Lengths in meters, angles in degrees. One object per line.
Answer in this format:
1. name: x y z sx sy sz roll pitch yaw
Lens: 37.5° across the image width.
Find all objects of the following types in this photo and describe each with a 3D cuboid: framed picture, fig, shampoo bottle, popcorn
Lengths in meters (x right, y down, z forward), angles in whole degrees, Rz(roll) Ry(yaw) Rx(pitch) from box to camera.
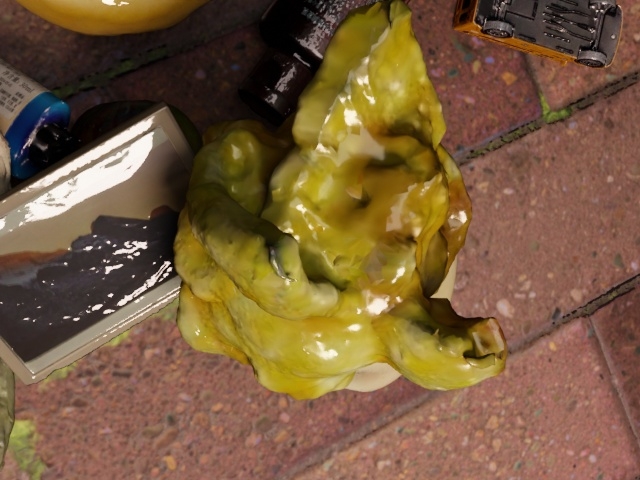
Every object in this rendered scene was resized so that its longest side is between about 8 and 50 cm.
1. framed picture: -0.217 0.010 0.900 0.265 0.018 0.192 -32 125 -4
2. fig: -0.194 -0.023 0.974 0.149 0.149 0.245 -3 105 -19
3. shampoo bottle: -0.307 -0.123 0.914 0.183 0.050 0.087 33 89 21
4. popcorn: -0.007 -0.009 0.811 0.325 0.290 0.321 -35 108 -58
5. shampoo bottle: 0.029 -0.273 1.062 0.129 0.084 0.323 36 81 -14

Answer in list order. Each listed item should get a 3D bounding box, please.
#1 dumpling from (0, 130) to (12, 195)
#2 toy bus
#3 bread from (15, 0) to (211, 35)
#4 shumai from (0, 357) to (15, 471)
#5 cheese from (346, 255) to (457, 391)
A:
1. dumpling: -0.424 -0.060 0.885 0.293 0.204 0.163 -14 60 5
2. toy bus: 0.264 -0.267 1.142 0.194 0.088 0.083 13 88 -17
3. bread: -0.203 -0.364 0.936 0.333 0.160 0.333 -1 94 -19
4. shumai: -0.430 0.176 0.891 0.225 0.222 0.261 42 42 -30
5. cheese: 0.020 0.039 1.046 0.266 0.127 0.233 19 86 -20
